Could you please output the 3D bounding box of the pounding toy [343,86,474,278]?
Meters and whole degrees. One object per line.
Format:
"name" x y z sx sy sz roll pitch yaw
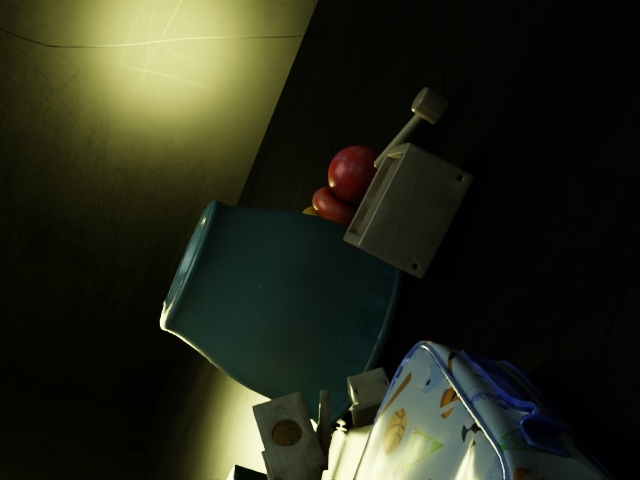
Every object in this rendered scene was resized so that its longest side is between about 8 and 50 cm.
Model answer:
"pounding toy" 0.117 -0.069 1.068 0.206 0.094 0.181 -63 7 0

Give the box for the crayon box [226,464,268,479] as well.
"crayon box" -0.156 0.527 1.368 0.318 0.081 0.202 -61 19 23

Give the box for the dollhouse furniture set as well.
"dollhouse furniture set" 0.020 0.254 1.033 0.182 0.161 0.101 84 167 -49

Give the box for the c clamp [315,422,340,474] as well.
"c clamp" 0.000 0.299 1.227 0.137 0.022 0.160 139 146 -78

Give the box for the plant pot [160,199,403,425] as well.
"plant pot" -0.065 0.077 1.206 0.271 0.255 0.271 -158 90 -79

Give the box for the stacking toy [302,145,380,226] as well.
"stacking toy" 0.000 0.000 1.409 0.141 0.141 0.330 -100 34 -66

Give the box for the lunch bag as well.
"lunch bag" 0.104 0.209 0.654 0.303 0.115 0.243 -120 51 -75
